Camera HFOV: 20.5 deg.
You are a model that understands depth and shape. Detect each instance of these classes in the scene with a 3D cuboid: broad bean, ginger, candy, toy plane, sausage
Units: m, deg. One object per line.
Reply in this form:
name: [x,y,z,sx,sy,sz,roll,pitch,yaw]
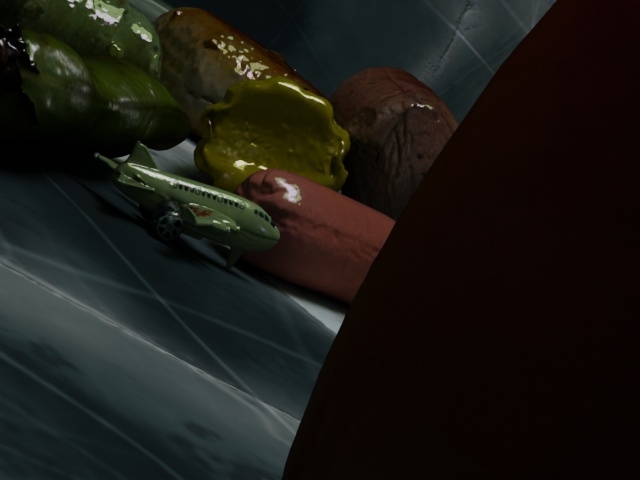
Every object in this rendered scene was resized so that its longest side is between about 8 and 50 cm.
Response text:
broad bean: [-0.140,-0.077,0.966,0.077,0.061,0.339,-2,0,11]
ginger: [-0.216,-0.167,1.193,0.137,0.089,0.290,16,-7,30]
candy: [-0.035,-0.064,1.253,0.106,0.094,0.199,27,2,-4]
toy plane: [-0.071,-0.018,0.965,0.111,0.040,0.102,30,9,-28]
sausage: [0.000,0.000,1.068,0.062,0.062,0.154,38,9,36]

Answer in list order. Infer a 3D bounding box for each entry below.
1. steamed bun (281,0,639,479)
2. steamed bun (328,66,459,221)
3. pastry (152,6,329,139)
steamed bun: [0.178,0.017,0.482,0.235,0.379,0.248,37,-36,36]
steamed bun: [0.064,-0.034,1.286,0.145,0.106,0.175,-117,-175,-65]
pastry: [-0.063,-0.121,1.494,0.182,0.093,0.192,30,7,-41]
